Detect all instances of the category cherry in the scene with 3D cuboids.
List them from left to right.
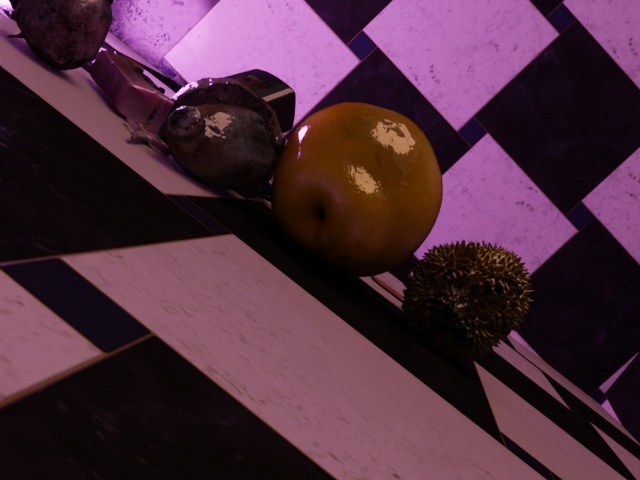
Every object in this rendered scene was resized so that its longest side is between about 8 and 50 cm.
[{"bbox_3d":[-0.497,-0.429,1.597,0.195,0.195,0.195,37,6,-4],"label":"cherry"}]

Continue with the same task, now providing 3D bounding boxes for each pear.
[{"bbox_3d":[0.076,-0.105,1.707,0.362,0.362,0.418,38,34,9],"label":"pear"}]

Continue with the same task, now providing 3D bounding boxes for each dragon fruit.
[{"bbox_3d":[-0.217,-0.260,1.865,0.283,0.204,0.221,36,5,-23],"label":"dragon fruit"}]

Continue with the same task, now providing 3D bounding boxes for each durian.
[{"bbox_3d":[0.309,0.128,1.784,0.291,0.291,0.225,36,-6,-16],"label":"durian"}]

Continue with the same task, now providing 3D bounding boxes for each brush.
[{"bbox_3d":[0.204,0.149,1.957,0.233,0.047,0.103,34,7,-20],"label":"brush"}]

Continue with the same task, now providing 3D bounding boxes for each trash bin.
[{"bbox_3d":[-0.222,-0.325,2.116,0.290,0.182,0.209,-28,49,-36],"label":"trash bin"}]

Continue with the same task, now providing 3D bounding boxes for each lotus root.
[{"bbox_3d":[-0.196,-0.187,1.628,0.175,0.175,0.350,40,15,22],"label":"lotus root"}]

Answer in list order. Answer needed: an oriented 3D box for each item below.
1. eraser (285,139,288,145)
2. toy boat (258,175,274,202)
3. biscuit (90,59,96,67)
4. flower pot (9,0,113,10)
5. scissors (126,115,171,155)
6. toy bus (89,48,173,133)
[{"bbox_3d":[-0.221,-0.299,2.398,0.272,0.122,0.359,19,17,-48],"label":"eraser"},{"bbox_3d":[-0.105,-0.120,2.151,0.220,0.067,0.291,41,4,37],"label":"toy boat"},{"bbox_3d":[-0.467,-0.379,2.063,0.164,0.047,0.208,40,6,14],"label":"biscuit"},{"bbox_3d":[-0.668,-0.653,2.052,0.267,0.266,0.267,34,-3,-32],"label":"flower pot"},{"bbox_3d":[-0.332,-0.194,1.534,0.110,0.021,0.212,40,5,-6],"label":"scissors"},{"bbox_3d":[-0.408,-0.321,1.754,0.112,0.090,0.274,25,13,-37],"label":"toy bus"}]
